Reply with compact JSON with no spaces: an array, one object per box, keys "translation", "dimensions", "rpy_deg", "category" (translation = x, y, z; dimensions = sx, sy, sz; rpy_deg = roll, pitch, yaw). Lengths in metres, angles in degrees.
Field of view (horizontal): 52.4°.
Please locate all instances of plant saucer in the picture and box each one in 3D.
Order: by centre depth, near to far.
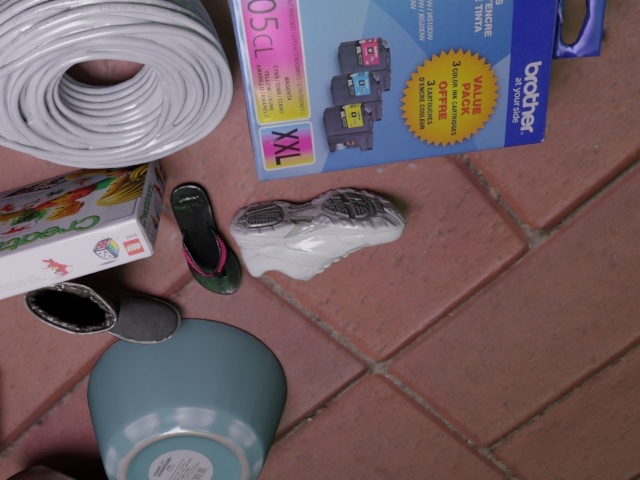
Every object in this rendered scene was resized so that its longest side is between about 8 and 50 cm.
[{"translation":[-0.334,0.421,1.010],"dimensions":[0.311,0.050,0.310],"rpy_deg":[19,153,10],"category":"plant saucer"}]

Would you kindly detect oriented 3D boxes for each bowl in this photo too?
[{"translation":[-0.197,0.287,0.972],"dimensions":[0.312,0.163,0.311],"rpy_deg":[-4,121,-7],"category":"bowl"}]

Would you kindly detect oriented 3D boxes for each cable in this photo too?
[{"translation":[-0.224,-0.171,0.681],"dimensions":[0.257,0.089,0.257],"rpy_deg":[-27,154,19],"category":"cable"}]

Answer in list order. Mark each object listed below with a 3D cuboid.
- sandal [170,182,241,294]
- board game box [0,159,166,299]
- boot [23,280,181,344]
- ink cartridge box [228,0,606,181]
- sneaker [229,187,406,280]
[{"translation":[-0.158,0.008,0.881],"dimensions":[0.067,0.040,0.179],"rpy_deg":[-17,122,1],"category":"sandal"},{"translation":[-0.337,-0.008,0.755],"dimensions":[0.305,0.193,0.053],"rpy_deg":[-16,121,1],"category":"board game box"},{"translation":[-0.261,0.090,0.820],"dimensions":[0.190,0.208,0.076],"rpy_deg":[12,76,-17],"category":"boot"},{"translation":[0.103,-0.235,0.716],"dimensions":[0.396,0.151,0.270],"rpy_deg":[-10,122,-5],"category":"ink cartridge box"},{"translation":[0.000,0.000,0.884],"dimensions":[0.232,0.090,0.115],"rpy_deg":[-4,128,4],"category":"sneaker"}]
